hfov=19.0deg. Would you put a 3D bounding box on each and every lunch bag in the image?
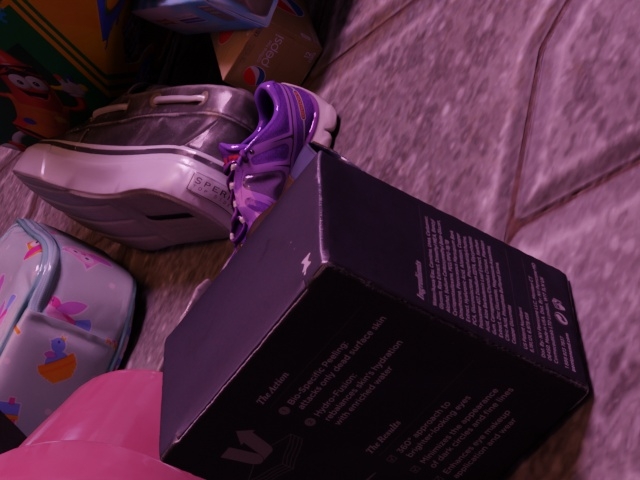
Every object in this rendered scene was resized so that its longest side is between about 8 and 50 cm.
[{"bbox_3d":[-0.267,0.125,1.629,0.279,0.108,0.224,-64,22,2],"label":"lunch bag"}]

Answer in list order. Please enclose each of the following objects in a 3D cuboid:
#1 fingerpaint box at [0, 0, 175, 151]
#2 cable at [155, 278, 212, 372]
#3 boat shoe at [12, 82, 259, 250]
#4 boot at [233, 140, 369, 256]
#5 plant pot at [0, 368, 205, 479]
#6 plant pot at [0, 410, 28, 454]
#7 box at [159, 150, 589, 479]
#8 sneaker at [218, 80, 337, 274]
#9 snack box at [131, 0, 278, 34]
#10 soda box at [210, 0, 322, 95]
[{"bbox_3d":[-0.181,-0.336,1.664,0.371,0.163,0.445,96,-170,-68],"label":"fingerpaint box"},{"bbox_3d":[-0.145,0.154,1.333,0.139,0.072,0.287,36,-108,-76],"label":"cable"},{"bbox_3d":[-0.136,-0.067,1.557,0.335,0.121,0.119,5,63,56],"label":"boat shoe"},{"bbox_3d":[0.000,0.000,1.193,0.106,0.082,0.219,-66,20,4],"label":"boot"},{"bbox_3d":[-0.125,0.180,1.165,0.201,0.201,0.180,-52,10,29],"label":"plant pot"},{"bbox_3d":[-0.283,0.219,1.389,0.167,0.187,0.188,29,90,29],"label":"plant pot"},{"bbox_3d":[0.024,0.063,0.969,0.156,0.158,0.093,-50,26,32],"label":"box"},{"bbox_3d":[-0.047,-0.034,1.348,0.068,0.071,0.170,-23,47,59],"label":"sneaker"},{"bbox_3d":[-0.043,-0.319,1.477,0.187,0.060,0.322,9,79,67],"label":"snack box"},{"bbox_3d":[-0.050,-0.176,1.522,0.061,0.058,0.181,-57,24,20],"label":"soda box"}]
